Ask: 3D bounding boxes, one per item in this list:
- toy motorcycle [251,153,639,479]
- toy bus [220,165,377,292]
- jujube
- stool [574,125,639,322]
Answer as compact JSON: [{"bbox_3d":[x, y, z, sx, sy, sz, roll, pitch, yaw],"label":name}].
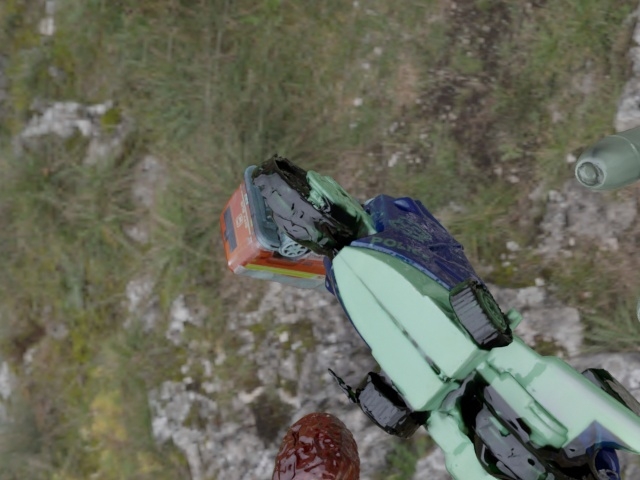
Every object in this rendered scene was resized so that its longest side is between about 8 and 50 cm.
[{"bbox_3d":[0.084,0.062,0.774,0.125,0.196,0.331,-49,65,14],"label":"toy motorcycle"},{"bbox_3d":[0.000,0.000,1.404,0.120,0.265,0.121,-44,47,38],"label":"toy bus"},{"bbox_3d":[-0.005,0.290,1.414,0.112,0.176,0.109,4,114,1],"label":"jujube"},{"bbox_3d":[0.364,-0.049,0.966,0.195,0.198,0.195,-19,99,39],"label":"stool"}]
